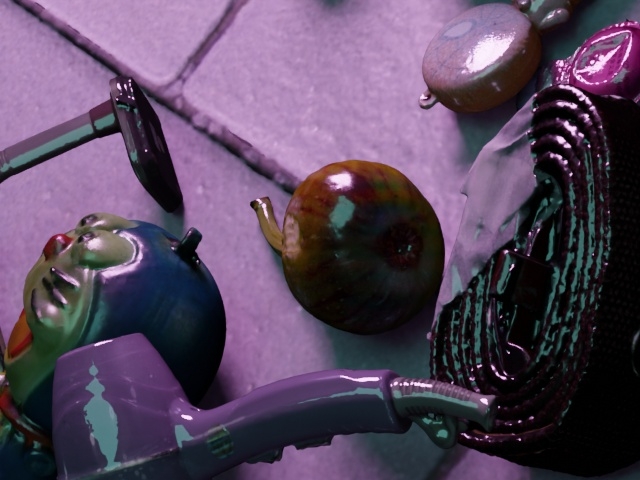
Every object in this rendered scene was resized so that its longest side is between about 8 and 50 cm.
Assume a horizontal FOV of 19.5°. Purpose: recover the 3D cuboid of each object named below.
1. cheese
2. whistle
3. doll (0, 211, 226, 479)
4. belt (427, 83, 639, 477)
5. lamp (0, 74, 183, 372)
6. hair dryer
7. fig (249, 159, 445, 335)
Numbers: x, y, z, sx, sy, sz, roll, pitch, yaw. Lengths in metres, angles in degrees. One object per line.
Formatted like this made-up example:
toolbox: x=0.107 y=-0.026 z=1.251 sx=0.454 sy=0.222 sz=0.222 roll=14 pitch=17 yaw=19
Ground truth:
cheese: x=0.228 y=-0.138 z=1.567 sx=0.145 sy=0.038 sz=0.095 roll=-10 pitch=58 yaw=37
whistle: x=0.173 y=-0.184 z=1.613 sx=0.220 sy=0.057 sz=0.107 roll=-42 pitch=37 yaw=0
doll: x=-0.204 y=0.107 z=1.617 sx=0.322 sy=0.186 sz=0.198 roll=-48 pitch=19 yaw=23
belt: x=0.199 y=0.034 z=1.425 sx=0.184 sy=0.164 sz=0.289 roll=5 pitch=82 yaw=51
lamp: x=-0.247 y=-0.003 z=1.737 sx=0.283 sy=0.124 sz=0.203 roll=-30 pitch=65 yaw=19
hair dryer: x=-0.026 y=0.186 z=1.402 sx=0.361 sy=0.121 sz=0.301 roll=-20 pitch=84 yaw=24
fig: x=0.000 y=0.000 z=1.595 sx=0.245 sy=0.149 sz=0.149 roll=7 pitch=69 yaw=56
